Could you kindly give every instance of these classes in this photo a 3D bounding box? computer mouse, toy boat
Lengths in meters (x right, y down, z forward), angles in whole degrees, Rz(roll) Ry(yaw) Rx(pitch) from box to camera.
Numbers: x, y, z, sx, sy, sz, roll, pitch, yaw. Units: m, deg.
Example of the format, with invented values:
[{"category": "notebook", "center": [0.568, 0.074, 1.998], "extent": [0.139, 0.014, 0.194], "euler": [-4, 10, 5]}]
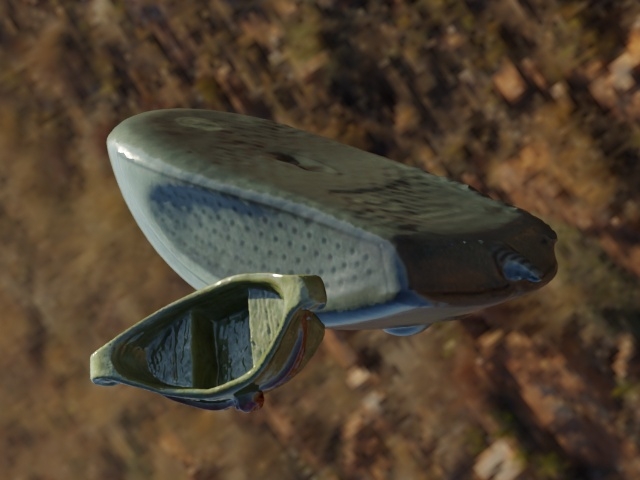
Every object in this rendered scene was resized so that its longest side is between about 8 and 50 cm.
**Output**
[{"category": "computer mouse", "center": [0.000, 0.000, 1.253], "extent": [0.371, 0.188, 0.122], "euler": [19, 111, 37]}, {"category": "toy boat", "center": [-0.058, 0.063, 1.110], "extent": [0.071, 0.185, 0.089], "euler": [22, -126, -48]}]
